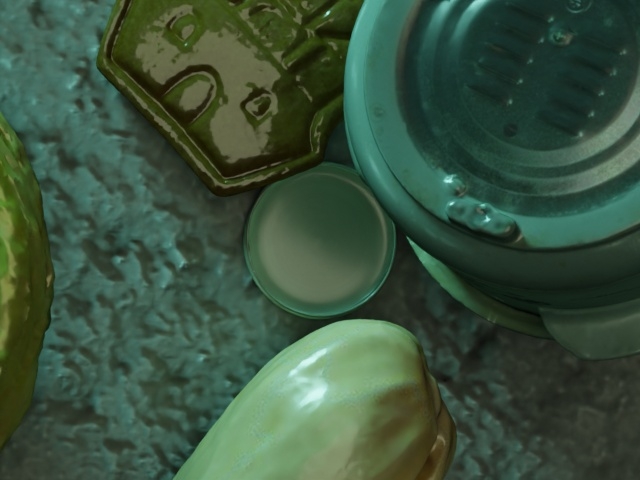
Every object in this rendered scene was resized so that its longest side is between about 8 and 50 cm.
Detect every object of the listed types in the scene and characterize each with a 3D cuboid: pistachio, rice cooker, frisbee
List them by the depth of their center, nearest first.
[{"bbox_3d":[0.155,-0.077,0.993,0.264,0.316,0.317,-13,94,13],"label":"rice cooker"},{"bbox_3d":[-0.013,0.150,1.037,0.229,0.157,0.157,-44,98,-2],"label":"pistachio"},{"bbox_3d":[0.000,0.000,1.099,0.110,0.014,0.110,0,90,-10],"label":"frisbee"}]

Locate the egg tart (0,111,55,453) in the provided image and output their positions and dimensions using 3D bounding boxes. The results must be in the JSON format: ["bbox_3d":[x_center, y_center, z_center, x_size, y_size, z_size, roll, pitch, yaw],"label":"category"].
[{"bbox_3d":[-0.334,0.033,0.975,0.345,0.132,0.345,0,90,-12],"label":"egg tart"}]

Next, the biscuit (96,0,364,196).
[{"bbox_3d":[-0.034,-0.146,1.074,0.215,0.034,0.182,-44,95,-9],"label":"biscuit"}]
